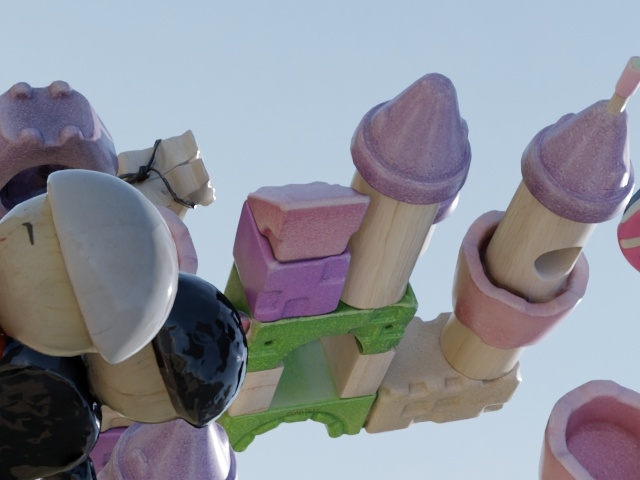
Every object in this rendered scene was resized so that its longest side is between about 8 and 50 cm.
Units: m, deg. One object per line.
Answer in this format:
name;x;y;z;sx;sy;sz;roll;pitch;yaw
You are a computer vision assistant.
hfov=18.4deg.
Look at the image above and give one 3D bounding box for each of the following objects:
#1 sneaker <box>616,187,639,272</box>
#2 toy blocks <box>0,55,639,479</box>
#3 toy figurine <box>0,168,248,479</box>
sneaker;0.200;-0.036;0.813;0.063;0.170;0.075;60;9;-26
toy blocks;0.000;0.000;0.926;0.260;0.288;0.309;109;-31;-49
toy figurine;-0.085;0.098;0.632;0.213;0.148;0.210;72;0;-73
